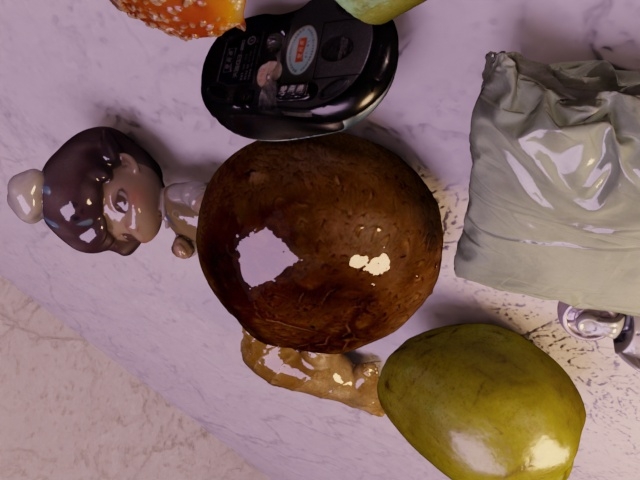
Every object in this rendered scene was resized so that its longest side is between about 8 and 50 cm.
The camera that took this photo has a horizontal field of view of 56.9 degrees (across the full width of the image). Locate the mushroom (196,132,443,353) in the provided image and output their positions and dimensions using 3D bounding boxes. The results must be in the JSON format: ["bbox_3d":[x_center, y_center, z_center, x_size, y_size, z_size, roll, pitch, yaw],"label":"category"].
[{"bbox_3d":[0.004,0.019,0.780,0.344,0.239,0.345,-6,159,-2],"label":"mushroom"}]

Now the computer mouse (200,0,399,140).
[{"bbox_3d":[-0.018,-0.176,0.628,0.233,0.137,0.096,7,162,31],"label":"computer mouse"}]

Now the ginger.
[{"bbox_3d":[0.007,0.251,1.291,0.375,0.166,0.236,10,114,-11],"label":"ginger"}]

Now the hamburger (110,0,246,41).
[{"bbox_3d":[-0.156,-0.294,0.550,0.236,0.147,0.237,25,151,15],"label":"hamburger"}]

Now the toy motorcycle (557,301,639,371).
[{"bbox_3d":[0.423,0.114,0.723,0.254,0.112,0.112,24,149,9],"label":"toy motorcycle"}]

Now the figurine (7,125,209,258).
[{"bbox_3d":[-0.286,-0.043,0.975,0.364,0.206,0.218,23,161,9],"label":"figurine"}]

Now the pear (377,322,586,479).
[{"bbox_3d":[0.248,0.257,0.921,0.307,0.253,0.253,21,150,35],"label":"pear"}]

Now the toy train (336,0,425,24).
[{"bbox_3d":[0.084,-0.257,0.416,0.307,0.126,0.189,-11,131,48],"label":"toy train"}]

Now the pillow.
[{"bbox_3d":[0.278,-0.039,0.564,0.283,0.138,0.310,13,142,18],"label":"pillow"}]
